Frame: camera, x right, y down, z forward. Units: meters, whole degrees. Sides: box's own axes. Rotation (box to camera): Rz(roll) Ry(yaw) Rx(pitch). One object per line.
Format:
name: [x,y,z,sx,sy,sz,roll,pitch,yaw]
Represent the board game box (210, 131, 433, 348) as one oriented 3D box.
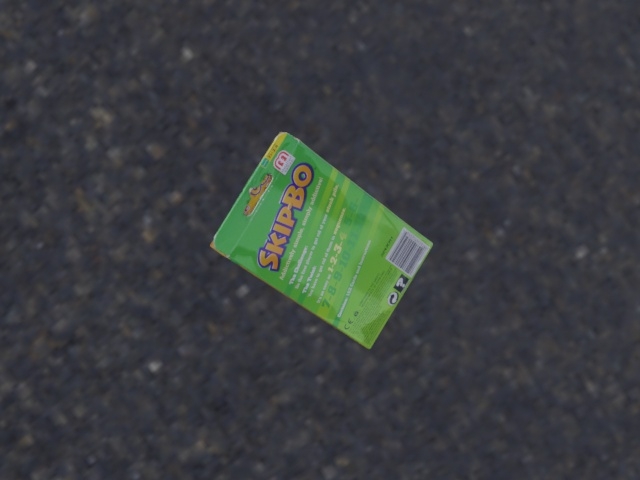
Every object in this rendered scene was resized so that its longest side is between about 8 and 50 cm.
board game box: [0.000,0.000,1.639,0.259,0.039,0.124,36,84,-49]
